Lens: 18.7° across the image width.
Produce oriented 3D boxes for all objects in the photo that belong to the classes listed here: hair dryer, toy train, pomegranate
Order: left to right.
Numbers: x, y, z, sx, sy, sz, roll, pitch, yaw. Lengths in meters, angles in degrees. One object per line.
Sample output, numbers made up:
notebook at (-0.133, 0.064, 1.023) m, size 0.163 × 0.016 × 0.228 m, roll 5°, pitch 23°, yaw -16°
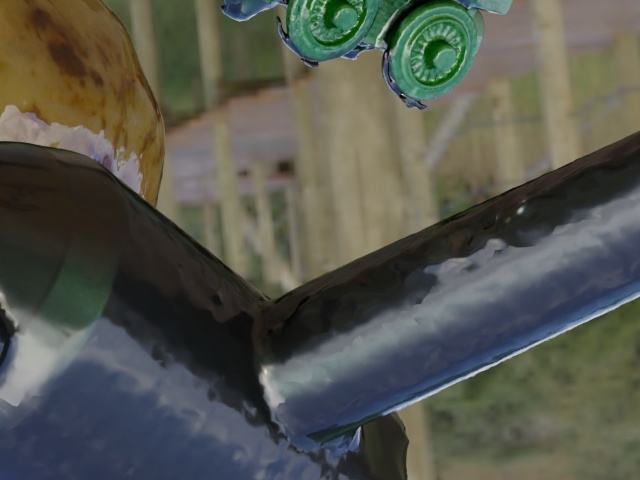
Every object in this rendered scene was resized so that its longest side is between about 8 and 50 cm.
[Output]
pomegranate at (-0.187, -0.045, 0.906) m, size 0.215 × 0.215 × 0.215 m, roll -6°, pitch 175°, yaw 0°
hair dryer at (0.000, 0.000, 0.589) m, size 0.302 × 0.116 × 0.244 m, roll -27°, pitch 137°, yaw 21°
toy train at (0.041, -0.230, 1.542) m, size 0.266 × 0.202 × 0.145 m, roll 16°, pitch -165°, yaw -40°
